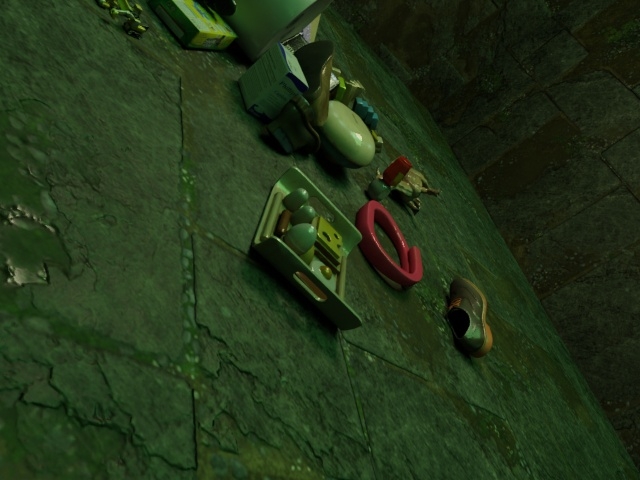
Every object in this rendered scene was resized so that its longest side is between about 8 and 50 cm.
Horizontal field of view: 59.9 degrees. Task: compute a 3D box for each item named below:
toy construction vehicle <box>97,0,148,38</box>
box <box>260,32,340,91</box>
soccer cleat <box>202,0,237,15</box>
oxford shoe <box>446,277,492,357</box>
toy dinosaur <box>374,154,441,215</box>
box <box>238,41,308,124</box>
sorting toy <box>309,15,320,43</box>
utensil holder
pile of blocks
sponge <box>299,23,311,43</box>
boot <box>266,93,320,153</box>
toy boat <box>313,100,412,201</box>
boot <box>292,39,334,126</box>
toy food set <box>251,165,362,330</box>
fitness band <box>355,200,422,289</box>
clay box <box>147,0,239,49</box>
[{"bbox_3d":[-0.358,-0.422,1.024,0.098,0.035,0.085,7,50,-60],"label":"toy construction vehicle"},{"bbox_3d":[-0.059,-0.448,1.503,0.180,0.078,0.147,50,52,-5],"label":"box"},{"bbox_3d":[-0.269,-0.571,1.264,0.179,0.060,0.072,40,32,9],"label":"soccer cleat"},{"bbox_3d":[0.391,0.186,1.512,0.098,0.097,0.271,35,28,-25],"label":"oxford shoe"},{"bbox_3d":[0.289,-0.199,1.850,0.200,0.127,0.296,46,17,1],"label":"toy dinosaur"},{"bbox_3d":[-0.111,-0.361,1.280,0.072,0.137,0.126,30,32,-45],"label":"box"},{"bbox_3d":[-0.111,-0.752,1.757,0.257,0.090,0.255,18,85,-54],"label":"sorting toy"},{"bbox_3d":[-0.180,-0.704,1.413,0.385,0.328,0.327,50,22,-10],"label":"utensil holder"},{"bbox_3d":[0.093,-0.389,1.702,0.362,0.149,0.112,40,26,-30],"label":"pile of blocks"},{"bbox_3d":[-0.104,-0.634,1.693,0.210,0.031,0.117,-13,110,-53],"label":"sponge"},{"bbox_3d":[-0.067,-0.245,1.299,0.082,0.106,0.219,46,-9,21],"label":"boot"},{"bbox_3d":[0.099,-0.236,1.532,0.318,0.148,0.267,34,23,-23],"label":"toy boat"},{"bbox_3d":[-0.017,-0.405,1.417,0.115,0.113,0.305,69,23,-45],"label":"boot"},{"bbox_3d":[0.000,0.000,1.024,0.220,0.092,0.306,45,24,-18],"label":"toy food set"},{"bbox_3d":[0.171,0.009,1.404,0.209,0.054,0.290,43,23,-16],"label":"fitness band"},{"bbox_3d":[-0.279,-0.498,1.263,0.127,0.053,0.222,49,22,-2],"label":"clay box"}]
